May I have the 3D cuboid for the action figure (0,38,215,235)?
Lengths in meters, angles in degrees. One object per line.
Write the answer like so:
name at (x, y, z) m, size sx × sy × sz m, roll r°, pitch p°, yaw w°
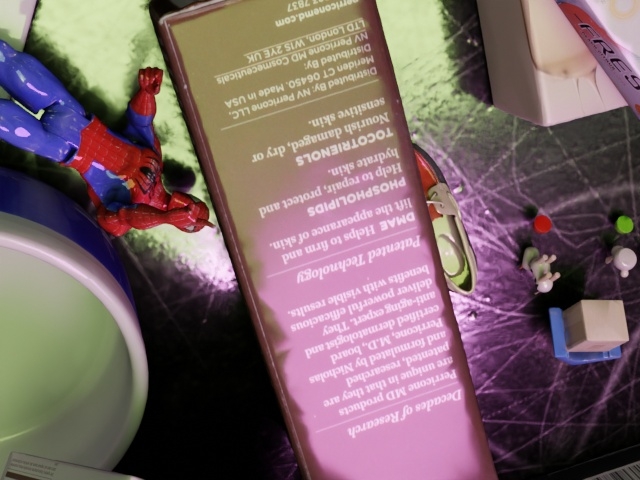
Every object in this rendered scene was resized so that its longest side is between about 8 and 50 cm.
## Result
action figure at (-0.159, -0.083, 0.686) m, size 0.280 × 0.139 × 0.091 m, roll 36°, pitch 61°, yaw -35°

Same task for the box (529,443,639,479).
box at (0.289, 0.299, 0.948) m, size 0.153 × 0.108 × 0.207 m, roll -16°, pitch 108°, yaw -7°

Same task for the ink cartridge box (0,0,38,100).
ink cartridge box at (-0.265, -0.212, 0.722) m, size 0.165 × 0.065 × 0.333 m, roll 17°, pitch 103°, yaw -15°

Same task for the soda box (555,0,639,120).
soda box at (0.229, -0.128, 0.727) m, size 0.063 × 0.058 × 0.183 m, roll -41°, pitch 108°, yaw 2°

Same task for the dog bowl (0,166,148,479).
dog bowl at (-0.258, 0.081, 0.749) m, size 0.265 × 0.104 × 0.265 m, roll -7°, pitch 121°, yaw -12°

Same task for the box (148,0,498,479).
box at (0.000, 0.000, 0.765) m, size 0.143 × 0.191 × 0.381 m, roll -17°, pitch 108°, yaw -6°

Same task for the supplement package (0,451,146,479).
supplement package at (-0.078, 0.253, 0.695) m, size 0.262 × 0.204 × 0.145 m, roll 28°, pitch 70°, yaw -29°

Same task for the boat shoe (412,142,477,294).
boat shoe at (0.089, -0.018, 0.855) m, size 0.049 × 0.043 × 0.137 m, roll -26°, pitch 107°, yaw -1°

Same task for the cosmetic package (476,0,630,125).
cosmetic package at (0.189, -0.255, 0.774) m, size 0.160 × 0.113 × 0.309 m, roll -16°, pitch 107°, yaw -7°

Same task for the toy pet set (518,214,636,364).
toy pet set at (0.228, 0.042, 0.903) m, size 0.122 × 0.065 × 0.114 m, roll 2°, pitch 70°, yaw -14°
